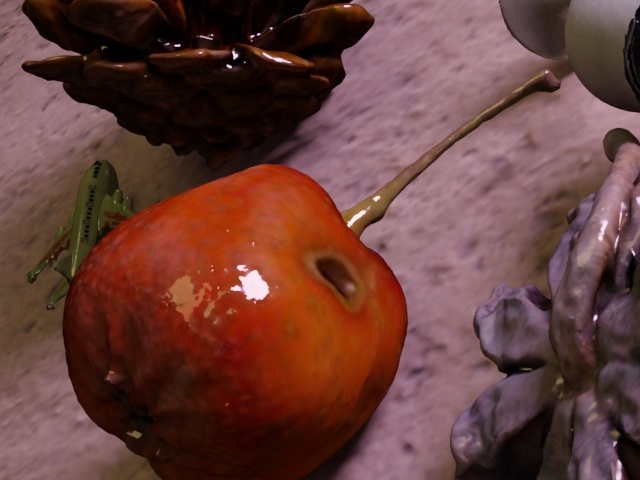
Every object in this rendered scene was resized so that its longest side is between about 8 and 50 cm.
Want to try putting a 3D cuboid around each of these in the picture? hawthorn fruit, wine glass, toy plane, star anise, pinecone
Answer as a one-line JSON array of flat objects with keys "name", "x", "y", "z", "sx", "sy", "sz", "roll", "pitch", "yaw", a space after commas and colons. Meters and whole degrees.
[{"name": "hawthorn fruit", "x": 0.000, "y": 0.000, "z": 0.855, "sx": 0.285, "sy": 0.165, "sz": 0.165, "roll": -47, "pitch": 31, "yaw": -22}, {"name": "wine glass", "x": 0.146, "y": -0.106, "z": 0.822, "sx": 0.079, "sy": 0.079, "sz": 0.195, "roll": -42, "pitch": 19, "yaw": 3}, {"name": "toy plane", "x": -0.146, "y": -0.006, "z": 1.102, "sx": 0.102, "sy": 0.040, "sz": 0.111, "roll": -19, "pitch": 39, "yaw": 31}, {"name": "star anise", "x": 0.122, "y": 0.041, "z": 0.695, "sx": 0.230, "sy": 0.081, "sz": 0.262, "roll": -48, "pitch": 33, "yaw": 44}, {"name": "pinecone", "x": -0.071, "y": -0.149, "z": 1.034, "sx": 0.201, "sy": 0.202, "sz": 0.229, "roll": -65, "pitch": 17, "yaw": -15}]
